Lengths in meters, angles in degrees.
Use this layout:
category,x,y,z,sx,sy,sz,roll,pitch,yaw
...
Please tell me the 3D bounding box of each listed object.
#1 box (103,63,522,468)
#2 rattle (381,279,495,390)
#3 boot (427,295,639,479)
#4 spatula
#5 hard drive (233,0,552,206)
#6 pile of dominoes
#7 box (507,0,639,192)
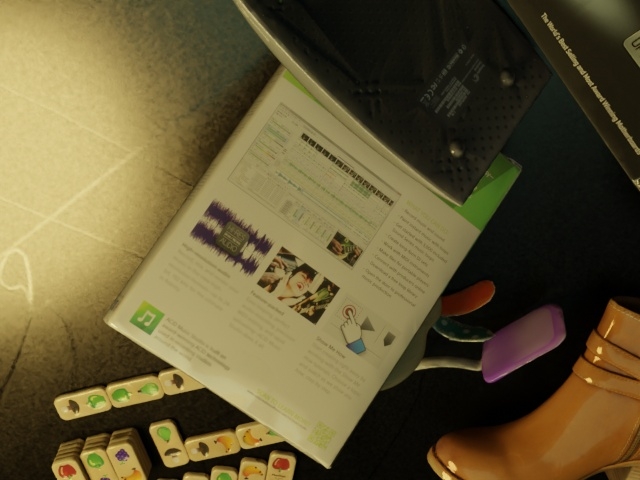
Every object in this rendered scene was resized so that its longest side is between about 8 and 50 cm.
category,x,y,z,sx,sy,sz,roll,pitch,yaw
box,0.000,0.000,0.897,0.232,0.058,0.322,37,82,-16
rattle,0.058,0.091,1.027,0.200,0.130,0.142,-15,153,-30
boot,0.261,0.161,1.026,0.284,0.109,0.220,8,117,-6
spatula,0.105,0.129,1.039,0.297,0.084,0.030,-19,114,17
hard drive,0.058,-0.164,0.853,0.255,0.054,0.172,41,71,-15
pile of dominoes,-0.152,0.230,1.101,0.251,0.040,0.196,-14,115,7
box,0.259,-0.213,0.751,0.242,0.307,0.076,-34,152,16
